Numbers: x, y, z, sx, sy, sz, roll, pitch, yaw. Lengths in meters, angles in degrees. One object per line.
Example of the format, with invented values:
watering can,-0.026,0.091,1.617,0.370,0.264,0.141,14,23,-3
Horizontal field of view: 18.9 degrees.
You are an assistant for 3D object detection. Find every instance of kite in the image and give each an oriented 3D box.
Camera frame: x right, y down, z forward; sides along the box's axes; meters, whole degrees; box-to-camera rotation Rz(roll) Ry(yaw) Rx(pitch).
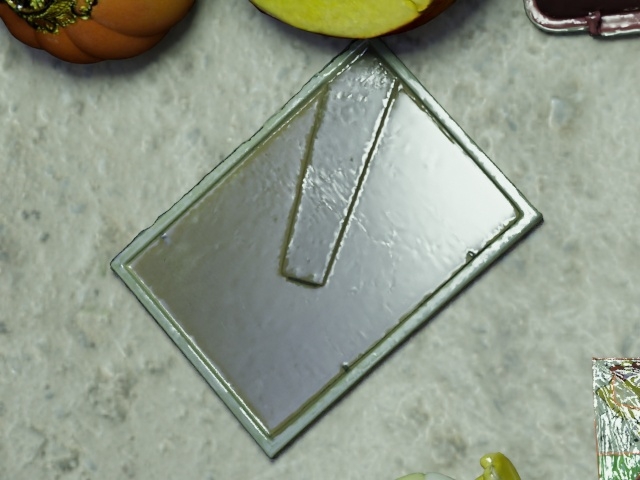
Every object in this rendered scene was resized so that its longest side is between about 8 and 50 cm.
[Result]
kite,0.308,0.177,1.560,0.244,0.006,0.198,41,85,20

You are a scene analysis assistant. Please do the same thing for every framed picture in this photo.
framed picture,0.000,0.000,1.659,0.315,0.024,0.232,-42,76,5

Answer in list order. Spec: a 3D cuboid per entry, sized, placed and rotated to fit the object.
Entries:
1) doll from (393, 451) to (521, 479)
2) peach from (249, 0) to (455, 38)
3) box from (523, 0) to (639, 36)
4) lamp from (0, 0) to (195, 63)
doll,0.046,0.285,1.560,0.296,0.117,0.141,-32,74,6
peach,0.035,-0.309,1.561,0.248,0.275,0.245,10,66,-14
box,0.242,-0.327,1.577,0.193,0.167,0.294,-6,81,13
lamp,-0.204,-0.259,1.648,0.223,0.196,0.223,13,122,21
